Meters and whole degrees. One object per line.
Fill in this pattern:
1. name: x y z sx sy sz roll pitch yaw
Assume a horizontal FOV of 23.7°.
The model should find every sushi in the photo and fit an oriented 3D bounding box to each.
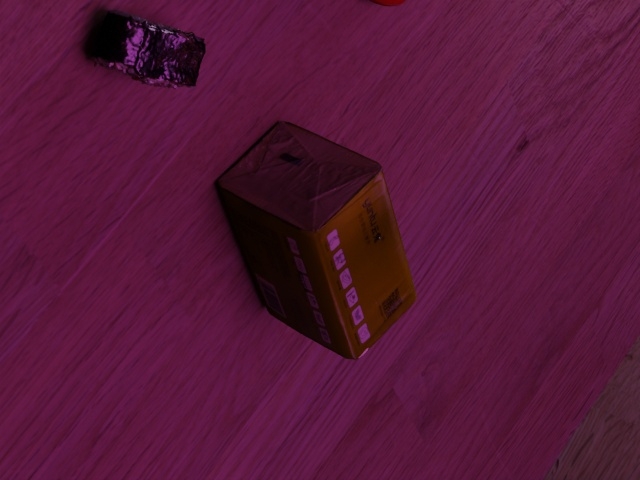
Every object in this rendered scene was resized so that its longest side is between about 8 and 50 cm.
1. sushi: -0.209 -0.230 1.863 0.150 0.090 0.078 9 99 -52

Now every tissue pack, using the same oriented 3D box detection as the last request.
1. tissue pack: 0.000 0.000 2.171 0.167 0.200 0.275 -44 140 -25

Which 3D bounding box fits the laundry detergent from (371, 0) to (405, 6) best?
1. laundry detergent: 0.073 -0.393 2.169 0.165 0.049 0.097 13 92 -53
